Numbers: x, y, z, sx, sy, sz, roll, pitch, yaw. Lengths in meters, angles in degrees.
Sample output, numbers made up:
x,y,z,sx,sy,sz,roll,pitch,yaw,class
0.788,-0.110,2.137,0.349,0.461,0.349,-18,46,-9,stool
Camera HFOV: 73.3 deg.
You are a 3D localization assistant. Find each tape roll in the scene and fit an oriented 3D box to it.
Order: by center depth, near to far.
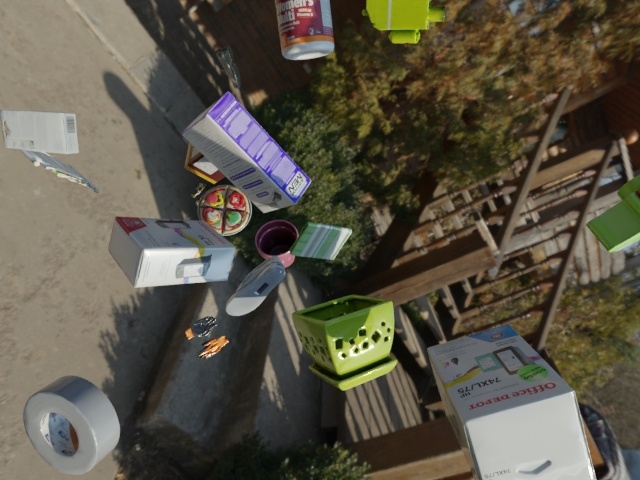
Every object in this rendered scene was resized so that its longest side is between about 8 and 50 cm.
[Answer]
x,y,z,sx,sy,sz,roll,pitch,yaw,class
-0.587,0.435,1.015,0.219,0.219,0.072,63,23,-4,tape roll

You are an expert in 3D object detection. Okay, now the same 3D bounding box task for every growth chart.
x,y,z,sx,sy,sz,roll,pitch,yaw,class
-0.782,-0.219,1.277,0.172,0.021,0.237,38,-1,21,growth chart

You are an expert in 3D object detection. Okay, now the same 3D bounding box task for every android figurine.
x,y,z,sx,sy,sz,roll,pitch,yaw,class
0.260,-0.755,1.355,0.056,0.272,0.249,-48,140,-54,android figurine

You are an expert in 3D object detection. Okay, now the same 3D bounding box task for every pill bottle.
x,y,z,sx,sy,sz,roll,pitch,yaw,class
-0.040,-0.523,0.942,0.121,0.121,0.221,-48,132,-69,pill bottle

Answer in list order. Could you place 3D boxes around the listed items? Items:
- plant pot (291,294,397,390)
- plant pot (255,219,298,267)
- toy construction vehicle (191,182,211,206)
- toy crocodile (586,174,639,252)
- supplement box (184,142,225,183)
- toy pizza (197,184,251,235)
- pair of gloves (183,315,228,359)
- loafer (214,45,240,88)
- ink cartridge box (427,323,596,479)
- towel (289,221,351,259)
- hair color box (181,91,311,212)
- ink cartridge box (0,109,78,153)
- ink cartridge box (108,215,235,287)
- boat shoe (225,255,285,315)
x,y,z,sx,sy,sz,roll,pitch,yaw,class
0.074,0.287,1.232,0.228,0.227,0.207,-2,-80,64,plant pot
-0.194,0.034,2.029,0.180,0.201,0.202,83,-5,-57,plant pot
-0.494,-0.194,1.816,0.086,0.098,0.035,50,17,14,toy construction vehicle
0.602,-0.088,0.675,0.105,0.340,0.115,35,32,-55,toy crocodile
-0.360,-0.343,1.527,0.129,0.194,0.192,29,51,-42,supplement box
-0.360,-0.117,1.614,0.032,0.201,0.201,116,-47,-74,toy pizza
-0.246,0.210,0.930,0.074,0.010,0.083,-32,100,-31,pair of gloves
-0.369,-0.693,1.732,0.062,0.061,0.170,-85,165,-49,loafer
0.361,0.334,0.864,0.270,0.198,0.197,-89,161,-77,ink cartridge box
0.000,0.000,1.148,0.151,0.113,0.023,9,34,-38,towel
-0.208,-0.237,1.236,0.339,0.185,0.110,47,60,-24,hair color box
-0.445,-0.173,0.682,0.029,0.115,0.063,-52,147,-71,ink cartridge box
-0.458,0.029,1.337,0.306,0.131,0.226,-2,27,-47,ink cartridge box
-0.222,0.155,1.466,0.095,0.258,0.084,44,12,-34,boat shoe
